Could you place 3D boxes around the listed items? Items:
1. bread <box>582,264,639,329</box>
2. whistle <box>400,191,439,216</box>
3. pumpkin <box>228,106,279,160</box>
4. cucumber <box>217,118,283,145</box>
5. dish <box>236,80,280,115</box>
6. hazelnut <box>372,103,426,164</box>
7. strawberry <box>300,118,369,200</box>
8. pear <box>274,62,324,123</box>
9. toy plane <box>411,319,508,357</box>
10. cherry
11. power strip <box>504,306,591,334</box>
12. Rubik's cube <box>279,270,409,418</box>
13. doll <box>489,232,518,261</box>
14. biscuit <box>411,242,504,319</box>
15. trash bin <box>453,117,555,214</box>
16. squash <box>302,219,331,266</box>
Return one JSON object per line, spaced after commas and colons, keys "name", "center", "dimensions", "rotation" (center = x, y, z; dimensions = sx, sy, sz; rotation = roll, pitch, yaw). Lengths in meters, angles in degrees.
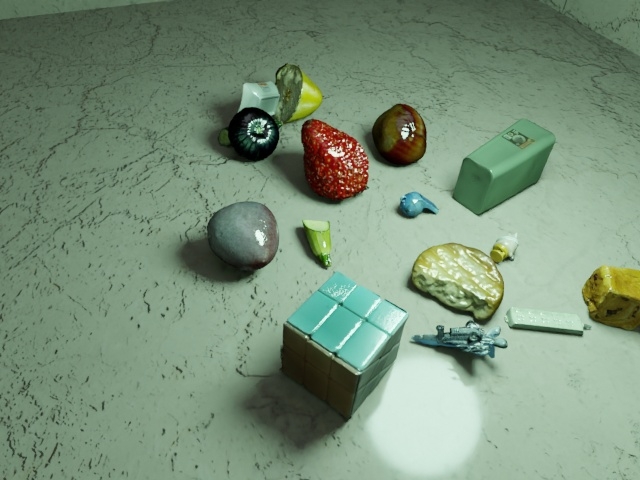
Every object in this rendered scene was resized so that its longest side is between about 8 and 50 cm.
{"name": "bread", "center": [0.874, 0.161, 1.563], "dimensions": [0.158, 0.149, 0.143], "rotation": [16, 48, 2]}
{"name": "whistle", "center": [0.329, -0.118, 1.842], "dimensions": [0.157, 0.090, 0.090], "rotation": [27, 32, -36]}
{"name": "pumpkin", "center": [-0.250, -0.398, 1.994], "dimensions": [0.201, 0.140, 0.202], "rotation": [3, 82, -26]}
{"name": "cucumber", "center": [-0.274, -0.435, 2.100], "dimensions": [0.265, 0.077, 0.077], "rotation": [-22, 51, -28]}
{"name": "dish", "center": [-0.237, -0.547, 2.120], "dimensions": [0.077, 0.151, 0.212], "rotation": [30, 28, 16]}
{"name": "hazelnut", "center": [0.312, -0.394, 2.033], "dimensions": [0.229, 0.230, 0.230], "rotation": [3, 45, -3]}
{"name": "strawberry", "center": [0.051, -0.286, 1.862], "dimensions": [0.260, 0.258, 0.261], "rotation": [2, 36, -1]}
{"name": "pear", "center": [-0.083, -0.584, 2.197], "dimensions": [0.177, 0.267, 0.267], "rotation": [9, 38, -35]}
{"name": "toy plane", "center": [0.374, 0.263, 1.456], "dimensions": [0.246, 0.078, 0.169], "rotation": [7, 18, 7]}
{"name": "cherry", "center": [-0.231, -0.018, 1.605], "dimensions": [0.213, 0.184, 0.266], "rotation": [-22, 48, -14]}
{"name": "power strip", "center": [0.664, 0.235, 1.545], "dimensions": [0.252, 0.027, 0.060], "rotation": [6, 45, 1]}
{"name": "Rubik's cube", "center": [0.055, 0.256, 1.331], "dimensions": [0.224, 0.222, 0.231], "rotation": [30, 50, 23]}
{"name": "doll", "center": [0.607, 0.025, 1.729], "dimensions": [0.127, 0.073, 0.084], "rotation": [-39, 92, -30]}
{"name": "biscuit", "center": [0.424, 0.111, 1.603], "dimensions": [0.274, 0.091, 0.213], "rotation": [30, 53, 24]}
{"name": "trash bin", "center": [0.653, -0.259, 1.903], "dimensions": [0.343, 0.223, 0.158], "rotation": [-31, 55, -29]}
{"name": "squash", "center": [0.001, -0.003, 1.688], "dimensions": [0.090, 0.075, 0.200], "rotation": [12, 40, -31]}
